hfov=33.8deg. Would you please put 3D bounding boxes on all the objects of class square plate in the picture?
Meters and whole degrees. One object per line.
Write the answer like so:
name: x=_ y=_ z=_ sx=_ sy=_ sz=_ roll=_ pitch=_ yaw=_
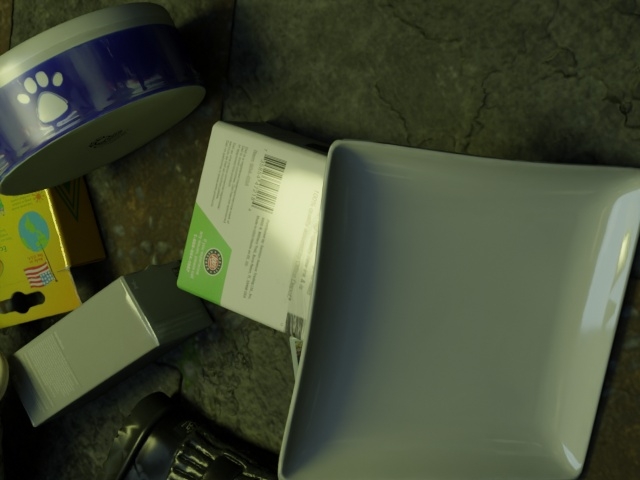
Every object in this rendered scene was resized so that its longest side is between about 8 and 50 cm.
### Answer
square plate: x=0.139 y=0.080 z=1.048 sx=0.344 sy=0.049 sz=0.347 roll=4 pitch=105 yaw=-19

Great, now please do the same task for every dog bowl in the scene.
dog bowl: x=-0.266 y=-0.155 z=1.181 sx=0.265 sy=0.265 sz=0.104 roll=-29 pitch=88 yaw=27

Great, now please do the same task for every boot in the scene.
boot: x=-0.172 y=0.389 z=1.311 sx=0.260 sy=0.131 sz=0.348 roll=30 pitch=111 yaw=18

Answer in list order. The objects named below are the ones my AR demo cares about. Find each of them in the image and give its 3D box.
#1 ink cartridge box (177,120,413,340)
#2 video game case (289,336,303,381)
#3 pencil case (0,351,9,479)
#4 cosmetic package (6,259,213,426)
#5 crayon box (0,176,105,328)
ink cartridge box: x=0.000 y=0.000 z=1.153 sx=0.273 sy=0.115 sz=0.198 roll=21 pitch=104 yaw=24
video game case: x=0.061 y=0.191 z=1.223 sx=0.190 sy=0.022 sz=0.173 roll=-4 pitch=98 yaw=28
pencil case: x=-0.481 y=0.304 z=1.363 sx=0.183 sy=0.160 sz=0.410 roll=44 pitch=138 yaw=33
cosmetic package: x=-0.266 y=0.127 z=1.313 sx=0.238 sy=0.127 sz=0.107 roll=-30 pitch=84 yaw=29
crayon box: x=-0.406 y=-0.052 z=1.372 sx=0.202 sy=0.081 sz=0.319 roll=-13 pitch=93 yaw=28
